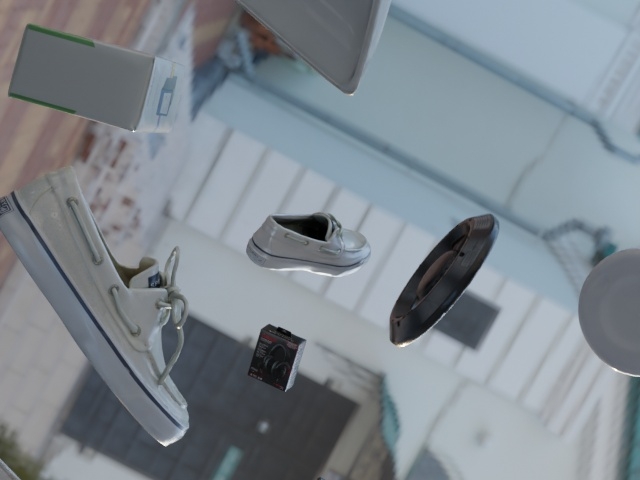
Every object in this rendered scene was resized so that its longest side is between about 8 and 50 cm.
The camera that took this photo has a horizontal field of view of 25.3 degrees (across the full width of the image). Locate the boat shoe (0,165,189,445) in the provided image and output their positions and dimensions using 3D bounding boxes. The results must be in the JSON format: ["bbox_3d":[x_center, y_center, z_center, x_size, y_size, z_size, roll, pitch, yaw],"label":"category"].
[{"bbox_3d":[-0.219,0.066,1.651,0.156,0.367,0.136,-33,-159,-6],"label":"boat shoe"}]

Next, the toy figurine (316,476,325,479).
[{"bbox_3d":[-0.043,0.479,2.123,0.148,0.213,0.209,-26,-179,25],"label":"toy figurine"}]

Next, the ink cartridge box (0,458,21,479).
[{"bbox_3d":[-0.417,0.367,1.485,0.306,0.226,0.131,-44,-150,-15],"label":"ink cartridge box"}]

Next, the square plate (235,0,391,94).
[{"bbox_3d":[-0.012,-0.339,1.073,0.344,0.049,0.347,45,-51,42],"label":"square plate"}]

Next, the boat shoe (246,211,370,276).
[{"bbox_3d":[0.000,0.000,1.988,0.226,0.083,0.076,-5,134,-48],"label":"boat shoe"}]

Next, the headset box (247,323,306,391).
[{"bbox_3d":[-0.060,0.161,2.006,0.032,0.062,0.083,-31,141,-65],"label":"headset box"}]

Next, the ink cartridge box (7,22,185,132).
[{"bbox_3d":[-0.256,-0.187,1.674,0.212,0.154,0.093,-26,131,-85],"label":"ink cartridge box"}]

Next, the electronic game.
[{"bbox_3d":[0.173,0.055,1.998,0.229,0.048,0.229,-52,-173,9],"label":"electronic game"}]

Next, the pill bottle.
[{"bbox_3d":[0.462,0.078,1.849,0.283,0.160,0.160,-8,133,-55],"label":"pill bottle"}]
